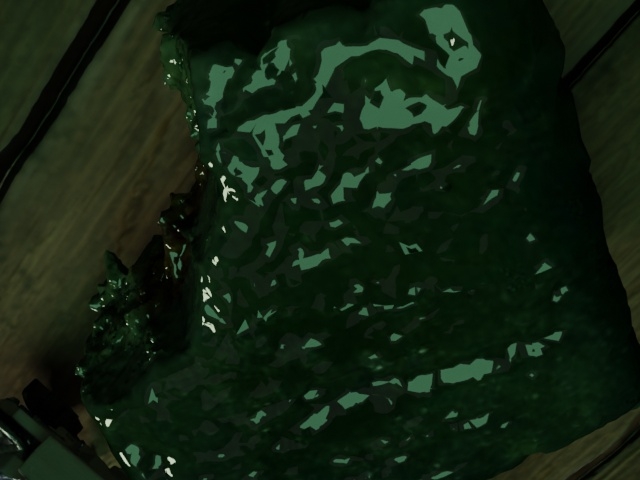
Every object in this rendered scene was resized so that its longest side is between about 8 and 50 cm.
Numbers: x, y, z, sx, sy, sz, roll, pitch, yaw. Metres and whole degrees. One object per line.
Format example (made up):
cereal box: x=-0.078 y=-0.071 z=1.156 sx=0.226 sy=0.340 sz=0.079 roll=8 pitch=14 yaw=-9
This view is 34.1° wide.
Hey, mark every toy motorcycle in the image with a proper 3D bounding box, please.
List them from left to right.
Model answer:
toy motorcycle: x=-0.150 y=0.181 z=0.695 sx=0.102 sy=0.221 sz=0.150 roll=-48 pitch=152 yaw=-20

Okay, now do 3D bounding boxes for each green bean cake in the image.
green bean cake: x=0.000 y=0.000 z=0.585 sx=0.300 sy=0.169 sz=0.308 roll=-20 pitch=124 yaw=9
